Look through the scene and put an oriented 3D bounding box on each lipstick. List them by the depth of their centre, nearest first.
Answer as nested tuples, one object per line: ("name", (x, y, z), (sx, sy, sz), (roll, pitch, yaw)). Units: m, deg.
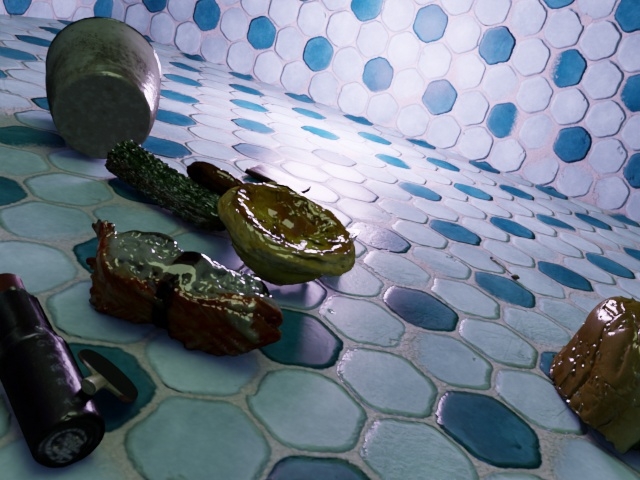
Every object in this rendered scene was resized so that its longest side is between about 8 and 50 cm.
("lipstick", (-0.335, 0.134, 0.695), (0.081, 0.081, 0.300), (-2, 30, -42))

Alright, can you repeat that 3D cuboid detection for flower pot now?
("flower pot", (-0.533, -0.364, 1.492), (0.294, 0.293, 0.330), (8, 31, -26))

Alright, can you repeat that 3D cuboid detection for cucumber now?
("cucumber", (-0.314, -0.106, 1.288), (0.359, 0.096, 0.096), (31, 25, 24))

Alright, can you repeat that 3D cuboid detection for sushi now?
("sushi", (-0.209, 0.075, 0.886), (0.332, 0.124, 0.130), (20, 32, 1))

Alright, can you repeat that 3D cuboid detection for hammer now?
("hammer", (0.491, 0.072, 1.606), (0.029, 0.014, 0.123), (18, 18, -26))

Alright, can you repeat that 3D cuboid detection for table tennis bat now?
("table tennis bat", (-0.248, 0.157, 0.688), (0.087, 0.013, 0.156), (45, -9, -1))

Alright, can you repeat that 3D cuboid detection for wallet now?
("wallet", (-0.117, -0.168, 1.681), (0.176, 0.026, 0.095), (25, 28, 18))

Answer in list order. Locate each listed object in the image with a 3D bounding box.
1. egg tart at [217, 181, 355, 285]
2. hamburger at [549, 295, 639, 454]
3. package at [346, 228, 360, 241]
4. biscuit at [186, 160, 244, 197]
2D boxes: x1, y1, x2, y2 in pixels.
("egg tart", (-0.069, -0.005, 1.171), (0.290, 0.115, 0.290), (22, 29, -13))
("hamburger", (0.521, 0.212, 1.030), (0.132, 0.211, 0.309), (22, 20, -4))
("package", (0.000, 0.000, 1.356), (0.154, 0.030, 0.239), (15, 24, 7))
("biscuit", (-0.210, -0.105, 1.308), (0.192, 0.049, 0.192), (27, -20, 11))
